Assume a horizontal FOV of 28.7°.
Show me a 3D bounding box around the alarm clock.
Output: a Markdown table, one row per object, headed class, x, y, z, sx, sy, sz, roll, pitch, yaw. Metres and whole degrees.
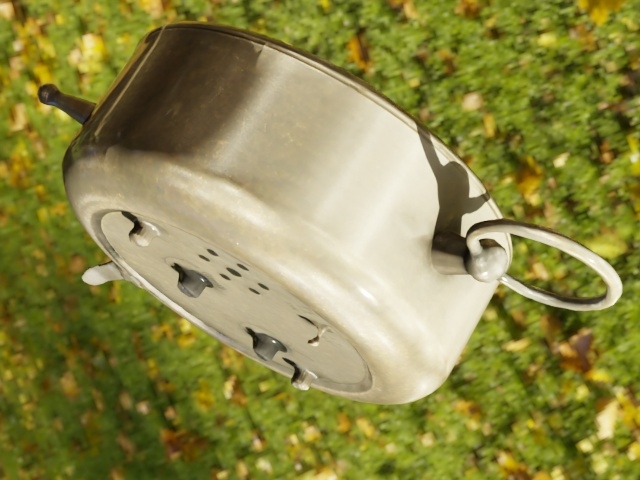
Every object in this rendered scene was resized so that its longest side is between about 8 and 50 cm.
| class | x | y | z | sx | sy | sz | roll | pitch | yaw |
| --- | --- | --- | --- | --- | --- | --- | --- | --- | --- |
| alarm clock | 0.000 | 0.000 | 0.357 | 0.192 | 0.064 | 0.129 | 6 | 149 | 46 |
